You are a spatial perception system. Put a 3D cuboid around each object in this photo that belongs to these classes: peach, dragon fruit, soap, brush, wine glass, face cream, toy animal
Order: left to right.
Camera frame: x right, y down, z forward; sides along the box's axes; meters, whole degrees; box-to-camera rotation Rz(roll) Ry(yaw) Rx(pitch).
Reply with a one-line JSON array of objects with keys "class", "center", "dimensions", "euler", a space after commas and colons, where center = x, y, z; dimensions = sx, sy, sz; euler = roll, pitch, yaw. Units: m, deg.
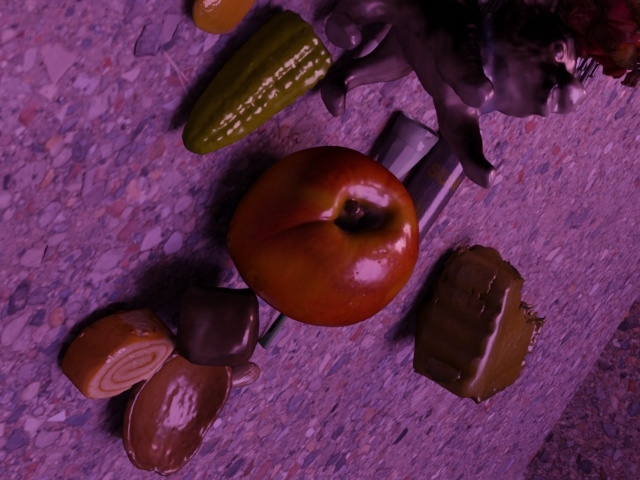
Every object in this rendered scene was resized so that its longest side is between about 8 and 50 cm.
[{"class": "brush", "center": [-0.206, 0.247, 1.927], "dimensions": [0.299, 0.042, 0.039], "euler": [-22, 129, -41]}, {"class": "soap", "center": [-0.083, -0.300, 1.363], "dimensions": [0.168, 0.033, 0.089], "euler": [-57, 157, 13]}, {"class": "peach", "center": [0.000, 0.000, 1.689], "dimensions": [0.281, 0.238, 0.281], "euler": [-7, 167, -2]}, {"class": "wine glass", "center": [0.107, -0.118, 1.901], "dimensions": [0.155, 0.073, 0.073], "euler": [-52, 156, 12]}, {"class": "face cream", "center": [0.174, -0.073, 2.065], "dimensions": [0.283, 0.073, 0.073], "euler": [-56, 155, 13]}, {"class": "toy animal", "center": [0.196, -0.252, 1.572], "dimensions": [0.302, 0.344, 0.194], "euler": [-38, 140, -25]}, {"class": "dragon fruit", "center": [0.421, -0.336, 1.583], "dimensions": [0.269, 0.250, 0.291], "euler": [-39, 122, -17]}]

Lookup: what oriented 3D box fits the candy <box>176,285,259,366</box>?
[{"class": "candy", "center": [-0.136, 0.114, 1.686], "dimensions": [0.234, 0.104, 0.102], "euler": [-120, -145, -88]}]

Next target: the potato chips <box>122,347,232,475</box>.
[{"class": "potato chips", "center": [-0.220, 0.241, 1.832], "dimensions": [0.195, 0.062, 0.208], "euler": [-28, 131, -34]}]

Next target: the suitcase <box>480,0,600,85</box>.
[{"class": "suitcase", "center": [0.346, -0.368, 1.783], "dimensions": [0.312, 0.202, 0.128], "euler": [-60, 160, 12]}]

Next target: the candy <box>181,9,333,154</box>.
[{"class": "candy", "center": [-0.081, -0.179, 1.472], "dimensions": [0.209, 0.097, 0.097], "euler": [-43, 155, -4]}]

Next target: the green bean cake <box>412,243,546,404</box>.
[{"class": "green bean cake", "center": [0.316, 0.146, 2.495], "dimensions": [0.310, 0.202, 0.285], "euler": [-3, 116, -59]}]

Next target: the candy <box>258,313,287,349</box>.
[{"class": "candy", "center": [-0.029, 0.074, 1.961], "dimensions": [0.077, 0.073, 0.262], "euler": [9, 127, -41]}]

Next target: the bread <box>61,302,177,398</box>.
[{"class": "bread", "center": [-0.268, 0.147, 1.638], "dimensions": [0.149, 0.073, 0.122], "euler": [-7, 137, -58]}]
